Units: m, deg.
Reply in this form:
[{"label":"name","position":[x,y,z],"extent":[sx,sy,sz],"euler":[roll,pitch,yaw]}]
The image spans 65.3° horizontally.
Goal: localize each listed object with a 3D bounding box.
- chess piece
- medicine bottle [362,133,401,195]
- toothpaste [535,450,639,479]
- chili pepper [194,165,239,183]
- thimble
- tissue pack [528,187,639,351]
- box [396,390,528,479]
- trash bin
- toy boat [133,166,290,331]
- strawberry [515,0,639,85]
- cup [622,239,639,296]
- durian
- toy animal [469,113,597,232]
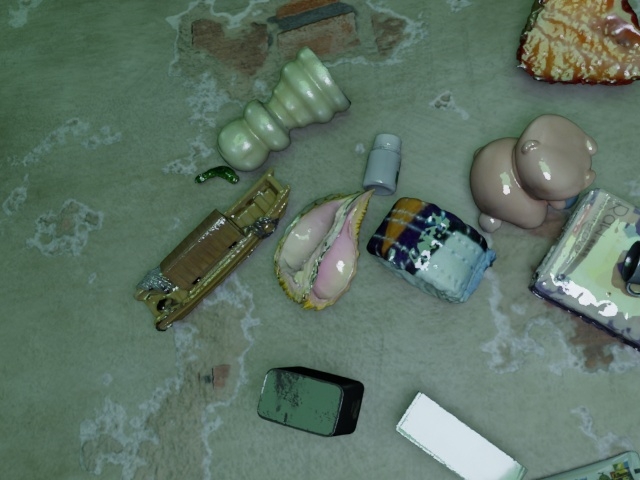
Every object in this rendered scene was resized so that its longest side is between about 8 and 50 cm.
[{"label":"chess piece","position":[-0.107,-0.299,1.232],"extent":[0.330,0.182,0.182],"euler":[-39,70,5]},{"label":"medicine bottle","position":[0.148,-0.178,1.177],"extent":[0.081,0.080,0.130],"euler":[10,75,14]},{"label":"toothpaste","position":[0.483,0.460,0.944],"extent":[0.256,0.037,0.067],"euler":[-15,71,3]},{"label":"chili pepper","position":[-0.265,-0.172,1.285],"extent":[0.118,0.035,0.055],"euler":[2,57,8]},{"label":"thimble","position":[0.225,0.024,1.027],"extent":[0.237,0.237,0.150],"euler":[31,86,18]},{"label":"tissue pack","position":[0.620,0.081,0.973],"extent":[0.344,0.125,0.242],"euler":[32,89,20]},{"label":"box","position":[0.262,0.391,0.958],"extent":[0.225,0.129,0.086],"euler":[32,82,19]},{"label":"trash bin","position":[-0.015,0.314,0.987],"extent":[0.165,0.225,0.114],"euler":[11,75,15]},{"label":"toy boat","position":[-0.249,0.010,1.160],"extent":[0.445,0.162,0.136],"euler":[-43,68,-3]},{"label":"strawberry","position":[0.597,-0.474,1.143],"extent":[0.281,0.150,0.253],"euler":[7,96,11]},{"label":"cup","position":[0.588,0.057,0.887],"extent":[0.077,0.078,0.100],"euler":[17,116,15]},{"label":"durian","position":[-0.012,0.008,1.125],"extent":[0.196,0.185,0.305],"euler":[14,72,35]},{"label":"toy animal","position":[0.431,-0.137,1.031],"extent":[0.230,0.221,0.209],"euler":[3,71,12]}]
